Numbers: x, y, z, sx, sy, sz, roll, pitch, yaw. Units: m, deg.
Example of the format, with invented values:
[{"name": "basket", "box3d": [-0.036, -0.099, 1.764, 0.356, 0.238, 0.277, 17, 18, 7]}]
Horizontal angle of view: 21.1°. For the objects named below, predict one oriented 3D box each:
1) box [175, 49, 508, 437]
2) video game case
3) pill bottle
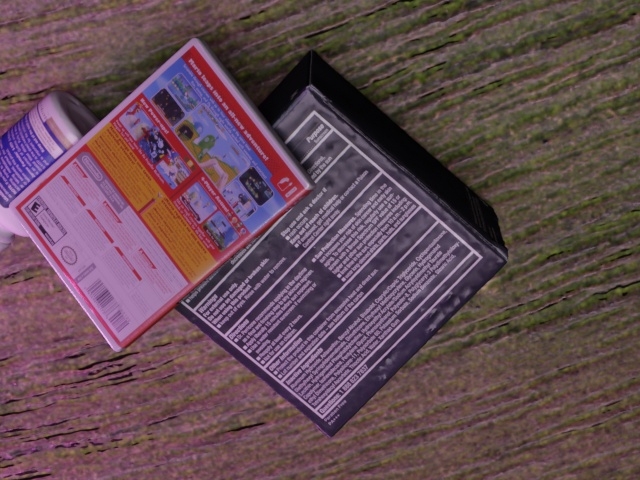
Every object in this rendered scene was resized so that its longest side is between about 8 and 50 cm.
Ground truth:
[{"name": "box", "box3d": [0.000, 0.000, 1.920, 0.294, 0.183, 0.296, 41, 105, -14]}, {"name": "video game case", "box3d": [-0.171, -0.047, 1.815, 0.285, 0.025, 0.204, -40, 81, 16]}, {"name": "pill bottle", "box3d": [-0.327, -0.070, 1.926, 0.186, 0.112, 0.112, -39, 106, 12]}]
